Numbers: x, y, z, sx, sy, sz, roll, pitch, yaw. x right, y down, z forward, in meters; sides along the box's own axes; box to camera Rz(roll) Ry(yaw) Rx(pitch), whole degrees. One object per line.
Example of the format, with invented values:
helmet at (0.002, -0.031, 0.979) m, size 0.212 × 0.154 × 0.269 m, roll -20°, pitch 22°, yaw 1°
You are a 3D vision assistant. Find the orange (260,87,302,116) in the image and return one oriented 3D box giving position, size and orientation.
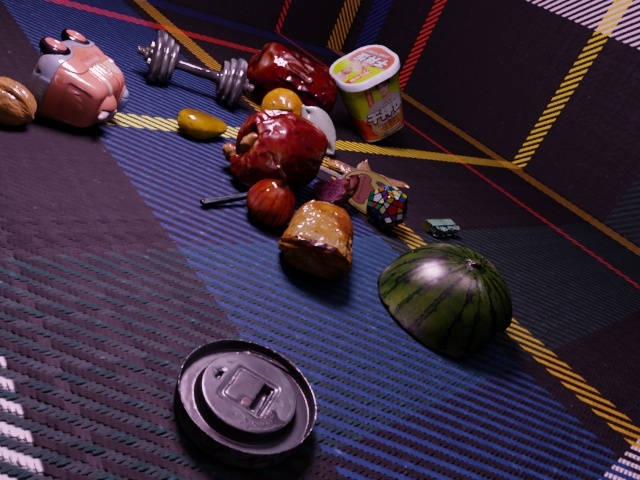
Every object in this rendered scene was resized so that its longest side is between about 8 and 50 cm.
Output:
orange at (-0.135, -0.462, 1.896) m, size 0.154 × 0.155 × 0.134 m, roll 14°, pitch 20°, yaw -23°

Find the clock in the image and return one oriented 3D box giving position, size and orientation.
clock at (-0.111, 0.237, 0.795) m, size 0.214 × 0.042 × 0.215 m, roll 20°, pitch 28°, yaw -11°

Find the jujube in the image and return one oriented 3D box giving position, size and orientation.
jujube at (-0.115, -0.619, 2.094) m, size 0.376 × 0.258 × 0.258 m, roll 16°, pitch 28°, yaw -22°

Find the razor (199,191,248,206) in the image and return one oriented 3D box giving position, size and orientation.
razor at (-0.217, -0.103, 1.320) m, size 0.066 × 0.033 × 0.190 m, roll 42°, pitch 31°, yaw 28°

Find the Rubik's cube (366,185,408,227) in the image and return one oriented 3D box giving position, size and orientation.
Rubik's cube at (0.196, -0.098, 1.572) m, size 0.112 × 0.133 × 0.133 m, roll -38°, pitch 62°, yaw -25°

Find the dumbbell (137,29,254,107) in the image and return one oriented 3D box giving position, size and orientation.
dumbbell at (-0.426, -0.591, 1.848) m, size 0.405 × 0.179 × 0.179 m, roll 14°, pitch 29°, yaw -21°

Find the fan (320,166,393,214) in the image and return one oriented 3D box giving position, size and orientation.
fan at (0.124, -0.168, 1.694) m, size 0.334 × 0.011 × 0.230 m, roll 25°, pitch 42°, yaw -5°

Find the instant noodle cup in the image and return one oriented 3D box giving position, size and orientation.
instant noodle cup at (0.215, -0.603, 2.230) m, size 0.293 × 0.308 × 0.294 m, roll -12°, pitch 45°, yaw 12°

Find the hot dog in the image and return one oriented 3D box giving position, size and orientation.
hot dog at (-0.001, 0.003, 1.236) m, size 0.175 × 0.114 × 0.259 m, roll 20°, pitch 25°, yaw -1°

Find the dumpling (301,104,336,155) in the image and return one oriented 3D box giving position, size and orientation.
dumpling at (-0.017, -0.401, 1.924) m, size 0.149 × 0.105 × 0.217 m, roll 13°, pitch -38°, yaw 56°

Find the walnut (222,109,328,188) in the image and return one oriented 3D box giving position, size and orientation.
walnut at (-0.122, -0.233, 1.477) m, size 0.268 × 0.243 × 0.222 m, roll 11°, pitch 68°, yaw -41°

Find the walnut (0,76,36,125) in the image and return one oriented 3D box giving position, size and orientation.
walnut at (-0.702, -0.311, 1.200) m, size 0.124 × 0.105 × 0.105 m, roll 39°, pitch 26°, yaw -8°

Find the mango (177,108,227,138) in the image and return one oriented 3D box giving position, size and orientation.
mango at (-0.352, -0.345, 1.589) m, size 0.161 × 0.076 × 0.103 m, roll -1°, pitch 32°, yaw -47°

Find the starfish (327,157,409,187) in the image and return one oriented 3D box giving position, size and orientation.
starfish at (0.154, -0.194, 1.782) m, size 0.295 × 0.048 × 0.231 m, roll 19°, pitch 39°, yaw -5°

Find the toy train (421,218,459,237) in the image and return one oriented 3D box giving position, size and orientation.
toy train at (0.394, -0.040, 1.734) m, size 0.147 × 0.038 × 0.071 m, roll -4°, pitch 36°, yaw -43°

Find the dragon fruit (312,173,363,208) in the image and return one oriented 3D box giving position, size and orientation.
dragon fruit at (0.052, -0.135, 1.548) m, size 0.147 × 0.096 × 0.102 m, roll -9°, pitch 2°, yaw 34°

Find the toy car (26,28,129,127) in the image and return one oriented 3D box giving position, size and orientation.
toy car at (-0.605, -0.390, 1.351) m, size 0.212 × 0.181 × 0.271 m, roll 30°, pitch 25°, yaw -17°

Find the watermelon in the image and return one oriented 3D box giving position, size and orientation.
watermelon at (0.315, 0.105, 1.257) m, size 0.330 × 0.189 × 0.331 m, roll 26°, pitch 25°, yaw -13°

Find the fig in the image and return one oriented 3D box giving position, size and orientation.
fig at (-0.119, -0.107, 1.307) m, size 0.128 × 0.151 × 0.128 m, roll 6°, pitch 3°, yaw 0°
